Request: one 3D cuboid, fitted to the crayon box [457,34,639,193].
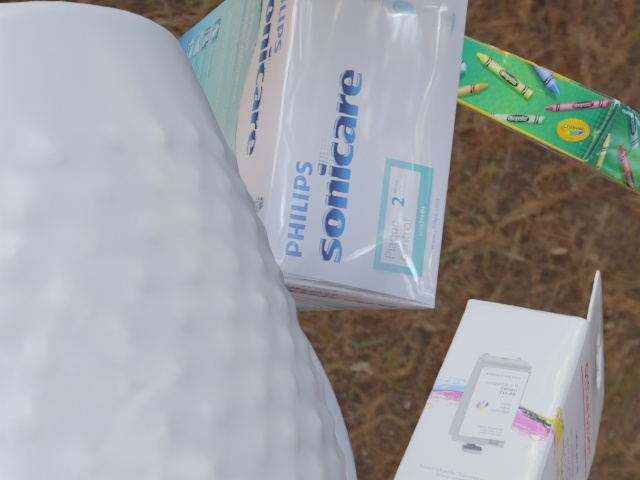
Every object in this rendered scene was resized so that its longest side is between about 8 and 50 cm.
[{"bbox_3d":[0.283,-0.155,1.365,0.165,0.278,0.081,19,102,-45],"label":"crayon box"}]

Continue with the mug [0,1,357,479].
[{"bbox_3d":[-0.098,0.111,0.508,0.374,0.276,0.328,-6,71,-60],"label":"mug"}]

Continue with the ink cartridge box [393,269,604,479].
[{"bbox_3d":[0.093,0.114,0.567,0.198,0.067,0.115,-59,148,-41],"label":"ink cartridge box"}]

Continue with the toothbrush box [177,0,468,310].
[{"bbox_3d":[-0.027,-0.062,0.810,0.126,0.295,0.216,10,81,-21],"label":"toothbrush box"}]
